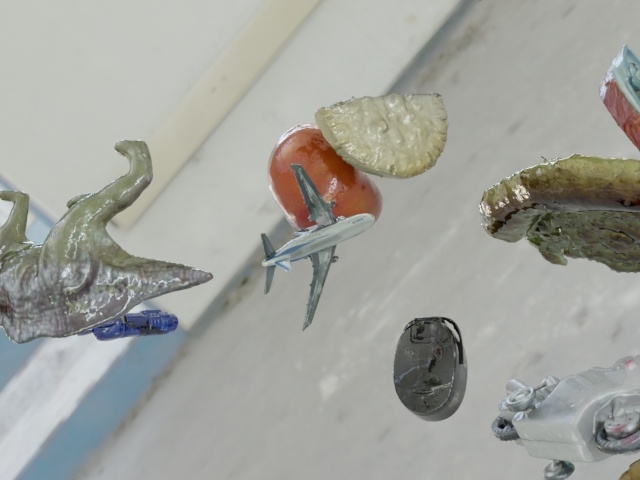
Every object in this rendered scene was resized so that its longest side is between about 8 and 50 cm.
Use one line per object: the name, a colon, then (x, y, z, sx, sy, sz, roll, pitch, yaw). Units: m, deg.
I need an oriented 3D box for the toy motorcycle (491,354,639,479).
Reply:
toy motorcycle: (0.315, 0.190, 1.410, 0.171, 0.110, 0.260, -32, 11, -27)

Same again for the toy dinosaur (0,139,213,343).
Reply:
toy dinosaur: (-0.238, 0.022, 1.083, 0.294, 0.077, 0.162, -20, 57, 22)

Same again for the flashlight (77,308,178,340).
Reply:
flashlight: (-0.208, 0.090, 1.351, 0.057, 0.036, 0.121, -21, -13, 40)

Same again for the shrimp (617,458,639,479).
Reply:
shrimp: (0.385, 0.305, 1.378, 0.254, 0.145, 0.059, -32, 20, 35)

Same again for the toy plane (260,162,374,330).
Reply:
toy plane: (-0.004, 0.000, 1.595, 0.058, 0.226, 0.226, 8, 22, 31)

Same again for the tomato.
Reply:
tomato: (0.001, -0.103, 2.387, 0.180, 0.260, 0.260, -33, 11, -4)

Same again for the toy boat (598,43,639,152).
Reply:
toy boat: (0.589, -0.207, 2.066, 0.133, 0.145, 0.332, -47, 53, 24)

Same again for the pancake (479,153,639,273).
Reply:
pancake: (0.376, -0.016, 1.592, 0.426, 0.305, 0.067, 6, 64, 38)

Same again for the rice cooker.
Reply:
rice cooker: (0.176, 0.204, 1.954, 0.112, 0.106, 0.165, -2, 60, 22)

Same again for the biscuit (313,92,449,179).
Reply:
biscuit: (0.137, -0.195, 2.254, 0.281, 0.179, 0.084, -15, -17, -35)
